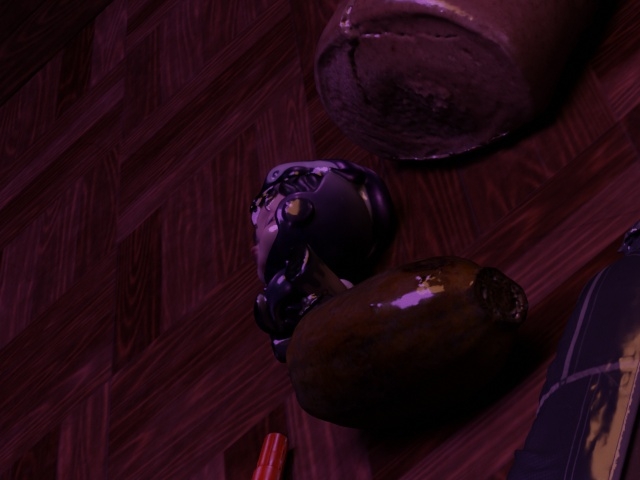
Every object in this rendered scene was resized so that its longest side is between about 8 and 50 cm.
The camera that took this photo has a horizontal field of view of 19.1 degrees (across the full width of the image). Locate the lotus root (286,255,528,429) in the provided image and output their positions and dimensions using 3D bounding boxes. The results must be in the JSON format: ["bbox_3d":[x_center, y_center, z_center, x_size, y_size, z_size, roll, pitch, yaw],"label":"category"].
[{"bbox_3d":[0.066,0.088,1.597,0.241,0.124,0.123,-25,31,47],"label":"lotus root"}]

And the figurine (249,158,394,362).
[{"bbox_3d":[0.000,0.000,1.872,0.145,0.145,0.222,-34,35,30],"label":"figurine"}]

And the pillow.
[{"bbox_3d":[0.212,0.108,1.343,0.161,0.092,0.335,-20,33,43],"label":"pillow"}]

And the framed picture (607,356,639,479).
[{"bbox_3d":[0.265,0.132,1.208,0.150,0.015,0.203,6,49,19],"label":"framed picture"}]

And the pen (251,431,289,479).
[{"bbox_3d":[-0.060,0.261,1.662,0.028,0.028,0.239,-32,27,33],"label":"pen"}]

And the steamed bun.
[{"bbox_3d":[0.122,-0.225,1.914,0.301,0.199,0.251,-16,37,53],"label":"steamed bun"}]
